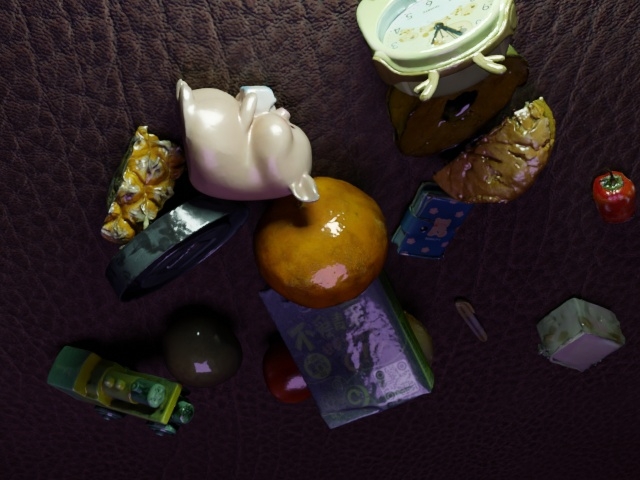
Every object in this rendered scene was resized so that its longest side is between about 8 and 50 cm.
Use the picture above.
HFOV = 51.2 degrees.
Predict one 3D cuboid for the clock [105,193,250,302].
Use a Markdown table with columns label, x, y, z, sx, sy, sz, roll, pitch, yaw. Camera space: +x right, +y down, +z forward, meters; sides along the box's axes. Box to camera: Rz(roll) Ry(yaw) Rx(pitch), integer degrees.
| label | x | y | z | sx | sy | sz | roll | pitch | yaw |
| --- | --- | --- | --- | --- | --- | --- | --- | --- | --- |
| clock | -0.288 | 0.009 | 1.362 | 0.319 | 0.066 | 0.319 | -36 | 174 | -4 |

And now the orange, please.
| label | x | y | z | sx | sy | sz | roll | pitch | yaw |
| --- | --- | --- | --- | --- | --- | --- | --- | --- | --- |
| orange | 0.000 | 0.000 | 1.379 | 0.283 | 0.284 | 0.226 | -18 | 137 | 11 |

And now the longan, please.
| label | x | y | z | sx | sy | sz | roll | pitch | yaw |
| --- | --- | --- | --- | --- | --- | --- | --- | --- | --- |
| longan | -0.309 | 0.288 | 1.724 | 0.198 | 0.198 | 0.212 | -31 | 133 | 24 |

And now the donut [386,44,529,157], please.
| label | x | y | z | sx | sy | sz | roll | pitch | yaw |
| --- | --- | --- | --- | --- | --- | --- | --- | --- | --- |
| donut | 0.237 | -0.271 | 1.206 | 0.272 | 0.107 | 0.272 | -23 | 160 | -9 |

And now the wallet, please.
| label | x | y | z | sx | sy | sz | roll | pitch | yaw |
| --- | --- | --- | --- | --- | --- | --- | --- | --- | --- |
| wallet | 0.258 | -0.041 | 1.540 | 0.141 | 0.059 | 0.202 | 8 | 136 | -14 |

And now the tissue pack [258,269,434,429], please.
| label | x | y | z | sx | sy | sz | roll | pitch | yaw |
| --- | --- | --- | --- | --- | --- | --- | --- | --- | --- |
| tissue pack | 0.067 | 0.227 | 1.610 | 0.288 | 0.124 | 0.394 | -25 | 98 | 16 |

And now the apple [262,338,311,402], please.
| label | x | y | z | sx | sy | sz | roll | pitch | yaw |
| --- | --- | --- | --- | --- | --- | --- | --- | --- | --- |
| apple | -0.066 | 0.351 | 1.831 | 0.168 | 0.181 | 0.181 | -16 | 139 | 23 |

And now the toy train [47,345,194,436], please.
| label | x | y | z | sx | sy | sz | roll | pitch | yaw |
| --- | --- | --- | --- | --- | --- | --- | --- | --- | --- |
| toy train | -0.507 | 0.397 | 1.754 | 0.368 | 0.150 | 0.237 | 5 | 151 | 30 |

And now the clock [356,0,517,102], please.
| label | x | y | z | sx | sy | sz | roll | pitch | yaw |
| --- | --- | --- | --- | --- | --- | --- | --- | --- | --- |
| clock | 0.187 | -0.317 | 1.036 | 0.235 | 0.308 | 0.096 | -19 | 136 | 13 |

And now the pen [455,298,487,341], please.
| label | x | y | z | sx | sy | sz | roll | pitch | yaw |
| --- | --- | --- | --- | --- | --- | --- | --- | --- | --- |
| pen | 0.431 | 0.225 | 1.886 | 0.040 | 0.032 | 0.233 | -42 | 134 | 1 |

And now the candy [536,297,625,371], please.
| label | x | y | z | sx | sy | sz | roll | pitch | yaw |
| --- | --- | --- | --- | --- | --- | --- | --- | --- | --- |
| candy | 0.735 | 0.272 | 1.905 | 0.195 | 0.137 | 0.185 | 18 | 132 | -24 |

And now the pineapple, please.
| label | x | y | z | sx | sy | sz | roll | pitch | yaw |
| --- | --- | --- | --- | --- | --- | --- | --- | --- | --- |
| pineapple | -0.365 | -0.100 | 1.317 | 0.114 | 0.186 | 0.236 | 31 | 85 | -24 |

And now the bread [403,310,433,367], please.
| label | x | y | z | sx | sy | sz | roll | pitch | yaw |
| --- | --- | --- | --- | --- | --- | --- | --- | --- | --- |
| bread | 0.191 | 0.265 | 1.775 | 0.192 | 0.171 | 0.314 | -26 | 131 | 38 |

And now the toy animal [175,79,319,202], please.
| label | x | y | z | sx | sy | sz | roll | pitch | yaw |
| --- | --- | --- | --- | --- | --- | --- | --- | --- | --- |
| toy animal | -0.140 | -0.181 | 1.243 | 0.256 | 0.195 | 0.213 | 1 | 105 | -15 |

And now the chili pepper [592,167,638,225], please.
| label | x | y | z | sx | sy | sz | roll | pitch | yaw |
| --- | --- | --- | --- | --- | --- | --- | --- | --- | --- |
| chili pepper | 0.662 | -0.110 | 1.511 | 0.086 | 0.084 | 0.192 | -37 | 138 | 6 |

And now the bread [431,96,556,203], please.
| label | x | y | z | sx | sy | sz | roll | pitch | yaw |
| --- | --- | --- | --- | --- | --- | --- | --- | --- | --- |
| bread | 0.362 | -0.155 | 1.323 | 0.260 | 0.147 | 0.160 | -39 | 172 | 32 |
